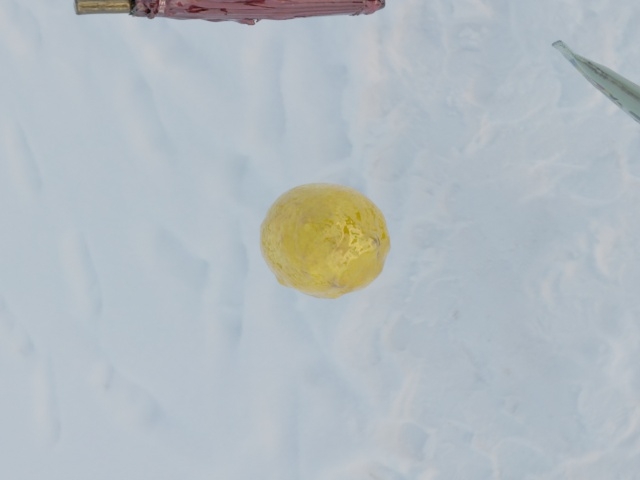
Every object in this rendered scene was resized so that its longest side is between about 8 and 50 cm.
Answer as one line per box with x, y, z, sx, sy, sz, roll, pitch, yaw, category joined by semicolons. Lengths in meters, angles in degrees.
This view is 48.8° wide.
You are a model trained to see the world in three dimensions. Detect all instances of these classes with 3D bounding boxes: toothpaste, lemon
0.354;-0.136;0.749;0.255;0.067;0.037;35;109;-1;toothpaste
0.000;0.000;0.687;0.155;0.114;0.114;4;93;52;lemon

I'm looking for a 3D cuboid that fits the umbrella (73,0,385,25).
-0.037;-0.119;0.349;0.025;0.165;0.027;63;147;28;umbrella
